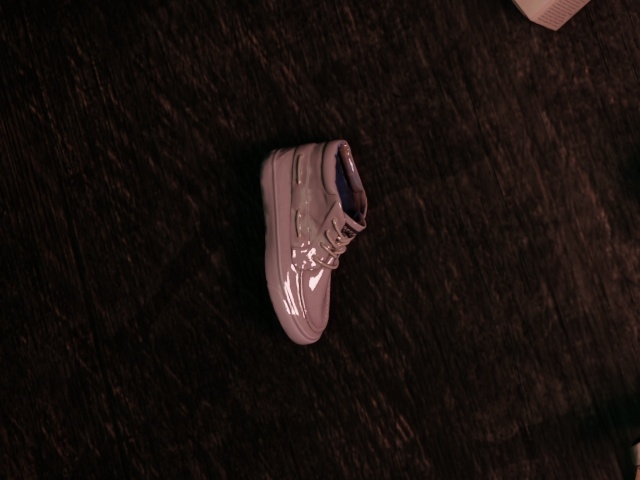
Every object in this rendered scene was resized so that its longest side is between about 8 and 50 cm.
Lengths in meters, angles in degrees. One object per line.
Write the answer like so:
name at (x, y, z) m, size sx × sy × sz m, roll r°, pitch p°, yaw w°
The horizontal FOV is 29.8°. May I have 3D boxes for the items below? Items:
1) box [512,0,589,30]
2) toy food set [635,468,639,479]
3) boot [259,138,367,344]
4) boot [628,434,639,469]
box at (0.324, -0.363, 1.341) m, size 0.275 × 0.113 × 0.094 m, roll -42°, pitch 74°, yaw 21°
toy food set at (0.442, 0.312, 1.349) m, size 0.192 × 0.038 × 0.132 m, roll 12°, pitch 116°, yaw 25°
boot at (0.000, 0.000, 1.530) m, size 0.123 × 0.095 × 0.258 m, roll -10°, pitch 88°, yaw 33°
boot at (0.471, 0.231, 1.287) m, size 0.244 × 0.088 × 0.176 m, roll -28°, pitch 83°, yaw -1°
